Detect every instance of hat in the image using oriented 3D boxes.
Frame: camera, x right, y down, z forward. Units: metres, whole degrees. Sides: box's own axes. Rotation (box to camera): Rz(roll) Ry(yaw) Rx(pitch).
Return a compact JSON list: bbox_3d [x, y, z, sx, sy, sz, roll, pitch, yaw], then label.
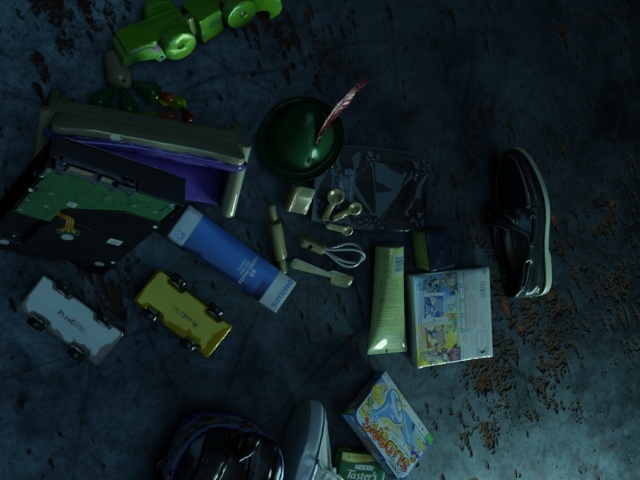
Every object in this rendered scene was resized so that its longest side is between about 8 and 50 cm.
[{"bbox_3d":[-0.030,-0.233,1.706,0.173,0.183,0.209,31,79,5],"label":"hat"}]

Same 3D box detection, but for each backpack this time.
[{"bbox_3d":[-0.198,0.468,1.726,0.276,0.213,0.264,20,96,-26],"label":"backpack"}]

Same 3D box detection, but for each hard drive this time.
[{"bbox_3d":[-0.412,-0.050,1.528,0.236,0.339,0.064,17,59,-31],"label":"hard drive"},{"bbox_3d":[0.100,-0.109,1.856,0.254,0.054,0.172,4,94,-18],"label":"hard drive"}]

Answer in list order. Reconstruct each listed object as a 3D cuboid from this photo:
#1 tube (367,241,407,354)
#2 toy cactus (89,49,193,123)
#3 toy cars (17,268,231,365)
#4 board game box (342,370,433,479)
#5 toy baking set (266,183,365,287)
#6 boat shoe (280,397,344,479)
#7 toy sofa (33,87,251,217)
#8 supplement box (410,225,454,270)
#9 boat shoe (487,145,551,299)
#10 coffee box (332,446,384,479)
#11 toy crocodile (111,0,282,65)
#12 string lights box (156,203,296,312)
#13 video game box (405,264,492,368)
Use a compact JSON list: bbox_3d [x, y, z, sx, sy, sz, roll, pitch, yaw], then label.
[{"bbox_3d":[0.143,0.125,1.895,0.070,0.062,0.240,4,102,24],"label":"tube"},{"bbox_3d":[-0.363,-0.267,1.673,0.218,0.112,0.181,-16,81,-14],"label":"toy cactus"},{"bbox_3d":[-0.371,0.141,1.704,0.393,0.087,0.177,-2,96,-15],"label":"toy cars"},{"bbox_3d":[0.146,0.400,1.903,0.136,0.035,0.201,-47,109,-35],"label":"board game box"},{"bbox_3d":[-0.007,0.000,1.807,0.196,0.030,0.256,-7,119,-6],"label":"toy baking set"},{"bbox_3d":[-0.003,0.514,1.815,0.156,0.136,0.367,15,72,-24],"label":"boat shoe"},{"bbox_3d":[-0.314,-0.140,1.564,0.362,0.177,0.150,8,119,-17],"label":"toy sofa"},{"bbox_3d":[0.238,0.016,1.899,0.056,0.083,0.083,-11,98,-18],"label":"supplement box"},{"bbox_3d":[0.418,-0.029,1.936,0.113,0.127,0.340,-18,110,-29],"label":"boat shoe"},{"bbox_3d":[0.074,0.541,1.913,0.113,0.040,0.184,12,91,-20],"label":"coffee box"},{"bbox_3d":[-0.232,-0.420,1.693,0.340,0.105,0.115,-30,64,-15],"label":"toy crocodile"},{"bbox_3d":[-0.184,0.031,1.729,0.259,0.133,0.077,37,82,-18],"label":"string lights box"},{"bbox_3d":[0.282,0.165,1.948,0.187,0.048,0.205,-6,96,-20],"label":"video game box"}]
